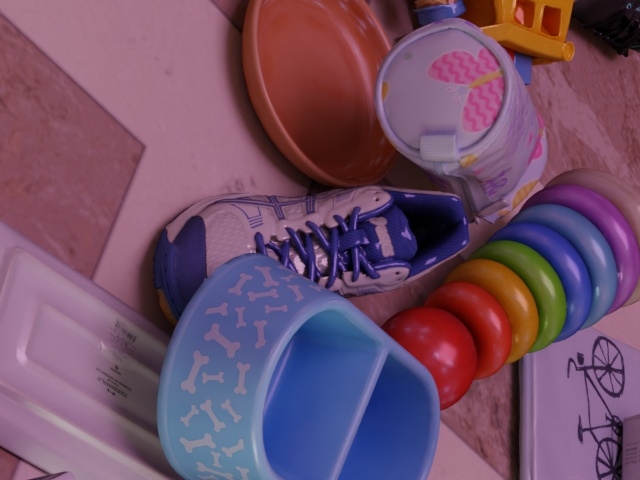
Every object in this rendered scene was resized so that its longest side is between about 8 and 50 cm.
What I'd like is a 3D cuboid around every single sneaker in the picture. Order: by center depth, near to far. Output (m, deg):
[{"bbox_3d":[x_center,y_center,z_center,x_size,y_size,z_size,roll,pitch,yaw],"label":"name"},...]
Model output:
[{"bbox_3d":[0.000,0.000,1.247,0.296,0.131,0.112,-18,92,-51],"label":"sneaker"},{"bbox_3d":[0.342,-0.261,1.797,0.267,0.101,0.106,-15,91,-52],"label":"sneaker"}]

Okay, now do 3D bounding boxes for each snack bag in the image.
[{"bbox_3d":[0.290,0.247,1.586,0.342,0.037,0.323,27,55,-39],"label":"snack bag"}]

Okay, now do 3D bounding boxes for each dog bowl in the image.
[{"bbox_3d":[-0.002,0.123,1.161,0.297,0.074,0.166,43,66,-54],"label":"dog bowl"}]

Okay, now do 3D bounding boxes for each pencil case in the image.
[{"bbox_3d":[0.122,-0.094,1.369,0.273,0.113,0.124,38,69,-74],"label":"pencil case"}]

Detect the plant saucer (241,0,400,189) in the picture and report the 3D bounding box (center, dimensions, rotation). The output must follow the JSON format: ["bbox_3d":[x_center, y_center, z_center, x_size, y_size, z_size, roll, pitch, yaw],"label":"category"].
[{"bbox_3d":[-0.001,-0.137,1.374,0.200,0.037,0.200,24,58,-45],"label":"plant saucer"}]

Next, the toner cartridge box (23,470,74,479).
[{"bbox_3d":[-0.174,0.328,0.947,0.165,0.075,0.348,-17,89,-54],"label":"toner cartridge box"}]

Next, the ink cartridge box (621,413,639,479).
[{"bbox_3d":[0.366,0.286,1.556,0.158,0.092,0.218,32,50,-36],"label":"ink cartridge box"}]

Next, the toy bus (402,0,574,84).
[{"bbox_3d":[0.140,-0.220,1.515,0.220,0.149,0.212,9,85,-47],"label":"toy bus"}]

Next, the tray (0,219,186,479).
[{"bbox_3d":[-0.148,0.098,1.107,0.270,0.030,0.145,38,48,-36],"label":"tray"}]

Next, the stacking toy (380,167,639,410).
[{"bbox_3d":[0.162,0.056,1.429,0.330,0.141,0.141,-30,100,-40],"label":"stacking toy"}]
